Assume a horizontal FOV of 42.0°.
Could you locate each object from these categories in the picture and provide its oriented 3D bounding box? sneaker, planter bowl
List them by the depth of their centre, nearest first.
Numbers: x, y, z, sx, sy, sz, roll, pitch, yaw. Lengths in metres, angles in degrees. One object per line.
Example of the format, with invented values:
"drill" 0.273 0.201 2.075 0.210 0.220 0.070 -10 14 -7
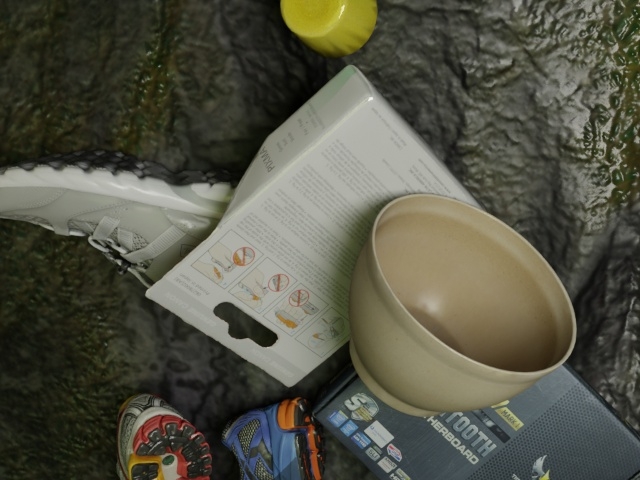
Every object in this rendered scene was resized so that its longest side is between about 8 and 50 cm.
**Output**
"planter bowl" 0.086 0.060 0.609 0.162 0.162 0.109 30 129 -2
"sneaker" -0.149 -0.006 0.685 0.281 0.105 0.115 9 103 2
"sneaker" -0.036 0.247 0.757 0.087 0.083 0.221 -4 97 20
"sneaker" -0.134 0.233 0.758 0.088 0.093 0.225 -14 119 -25

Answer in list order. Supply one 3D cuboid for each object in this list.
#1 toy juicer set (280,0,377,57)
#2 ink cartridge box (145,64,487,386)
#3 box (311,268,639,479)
"toy juicer set" 0.082 -0.301 0.613 0.329 0.089 0.209 -29 86 19
"ink cartridge box" 0.000 0.000 0.659 0.225 0.056 0.181 -39 129 13
"box" 0.137 0.159 0.721 0.233 0.059 0.183 45 102 -5
